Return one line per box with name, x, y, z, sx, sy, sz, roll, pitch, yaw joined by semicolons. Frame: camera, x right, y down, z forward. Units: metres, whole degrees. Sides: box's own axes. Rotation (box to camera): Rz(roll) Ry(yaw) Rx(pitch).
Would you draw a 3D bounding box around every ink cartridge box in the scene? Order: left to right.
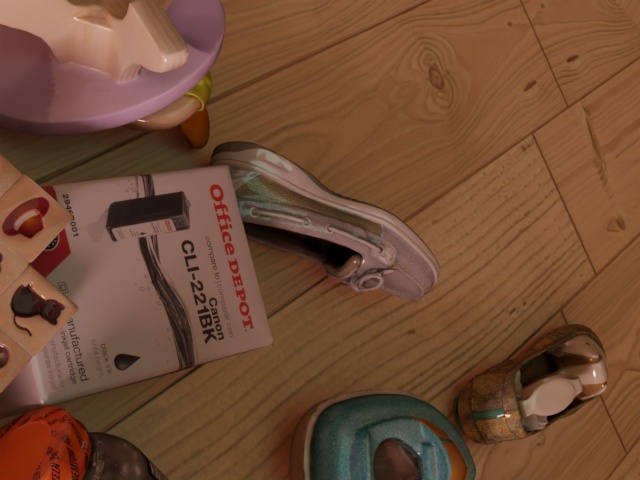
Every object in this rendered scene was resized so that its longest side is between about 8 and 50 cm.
ink cartridge box;-0.199;0.043;1.083;0.273;0.114;0.196;-11;85;-44

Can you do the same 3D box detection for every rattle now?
rattle;-0.221;-0.153;1.185;0.200;0.143;0.130;-13;84;-11

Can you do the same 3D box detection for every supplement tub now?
supplement tub;-0.177;0.302;0.960;0.316;0.194;0.193;52;49;-25

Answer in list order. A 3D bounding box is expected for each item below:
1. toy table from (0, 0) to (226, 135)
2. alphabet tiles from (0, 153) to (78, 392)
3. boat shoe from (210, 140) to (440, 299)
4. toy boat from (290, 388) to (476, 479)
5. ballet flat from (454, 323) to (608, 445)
toy table;-0.208;-0.223;1.057;0.274;0.161;0.252;-37;76;-27
alphabet tiles;-0.385;0.006;0.907;0.342;0.011;0.285;43;69;-9
boat shoe;0.000;-0.001;1.286;0.320;0.118;0.103;31;65;-28
toy boat;0.096;0.325;1.249;0.268;0.148;0.318;5;74;-42
ballet flat;0.326;0.194;1.522;0.349;0.123;0.123;-16;89;-44
